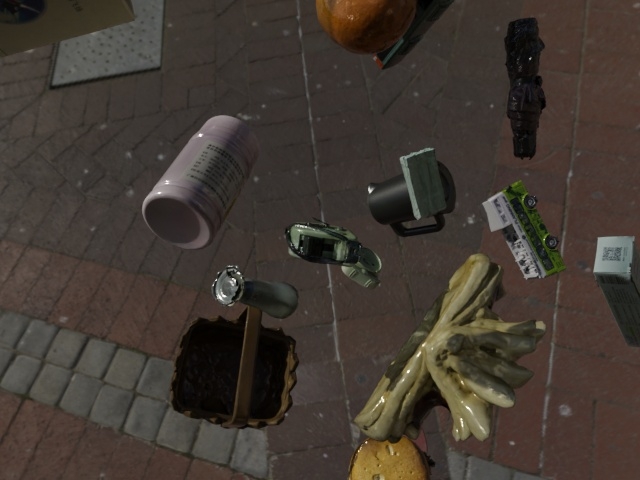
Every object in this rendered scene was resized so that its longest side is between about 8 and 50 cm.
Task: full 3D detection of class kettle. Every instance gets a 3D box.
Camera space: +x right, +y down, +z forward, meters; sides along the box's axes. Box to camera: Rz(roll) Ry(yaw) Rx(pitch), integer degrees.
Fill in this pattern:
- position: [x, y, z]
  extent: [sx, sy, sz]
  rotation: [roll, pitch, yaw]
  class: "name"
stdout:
- position: [0.376, -0.164, 1.981]
  extent: [0.307, 0.262, 0.203]
  rotation: [-16, 54, 46]
  class: "kettle"

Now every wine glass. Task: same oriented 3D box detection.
- position: [-0.109, 0.092, 0.858]
  extent: [0.072, 0.155, 0.072]
  rotation: [-12, 69, 32]
  class: "wine glass"

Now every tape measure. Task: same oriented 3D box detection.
- position: [0.000, 0.000, 1.399]
  extent: [0.206, 0.235, 0.115]
  rotation: [10, 98, -5]
  class: "tape measure"

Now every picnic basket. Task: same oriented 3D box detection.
- position: [-0.194, 0.306, 1.151]
  extent: [0.291, 0.321, 0.254]
  rotation: [13, 62, -15]
  class: "picnic basket"

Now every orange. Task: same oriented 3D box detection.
- position: [0.104, -0.532, 1.096]
  extent: [0.239, 0.171, 0.240]
  rotation: [-2, 83, 22]
  class: "orange"

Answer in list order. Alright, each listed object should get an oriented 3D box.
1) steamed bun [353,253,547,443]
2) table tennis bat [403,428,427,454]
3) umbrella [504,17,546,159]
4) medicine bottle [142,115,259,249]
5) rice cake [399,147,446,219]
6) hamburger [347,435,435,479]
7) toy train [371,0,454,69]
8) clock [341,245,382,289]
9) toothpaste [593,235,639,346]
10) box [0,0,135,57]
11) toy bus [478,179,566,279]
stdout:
- position: [0.260, 0.217, 0.901]
  extent: [0.189, 0.247, 0.428]
  rotation: [36, 77, 11]
  class: "steamed bun"
- position: [0.278, 0.629, 1.644]
  extent: [0.131, 0.022, 0.235]
  rotation: [-26, 60, 22]
  class: "table tennis bat"
- position: [0.489, -0.358, 1.176]
  extent: [0.094, 0.090, 0.326]
  rotation: [-3, 105, 25]
  class: "umbrella"
- position: [-0.208, -0.111, 0.897]
  extent: [0.133, 0.133, 0.250]
  rotation: [6, 45, 11]
  class: "medicine bottle"
- position: [0.318, -0.171, 1.507]
  extent: [0.124, 0.211, 0.038]
  rotation: [-21, 22, -20]
  class: "rice cake"
- position: [0.147, 0.519, 1.066]
  extent: [0.181, 0.118, 0.191]
  rotation: [10, 66, 16]
  class: "hamburger"
- position: [0.251, -0.557, 1.173]
  extent: [0.086, 0.409, 0.089]
  rotation: [-33, 90, -26]
  class: "toy train"
- position: [0.164, 0.086, 1.855]
  extent: [0.151, 0.062, 0.191]
  rotation: [32, 36, -8]
  class: "clock"
- position: [0.622, 0.115, 0.990]
  extent: [0.067, 0.336, 0.081]
  rotation: [0, 58, 42]
  class: "toothpaste"
- position: [-0.358, -0.280, 0.529]
  extent: [0.256, 0.164, 0.069]
  rotation: [-17, 80, -4]
  class: "box"
- position: [0.621, -0.023, 1.516]
  extent: [0.139, 0.113, 0.302]
  rotation: [-26, 85, -8]
  class: "toy bus"
